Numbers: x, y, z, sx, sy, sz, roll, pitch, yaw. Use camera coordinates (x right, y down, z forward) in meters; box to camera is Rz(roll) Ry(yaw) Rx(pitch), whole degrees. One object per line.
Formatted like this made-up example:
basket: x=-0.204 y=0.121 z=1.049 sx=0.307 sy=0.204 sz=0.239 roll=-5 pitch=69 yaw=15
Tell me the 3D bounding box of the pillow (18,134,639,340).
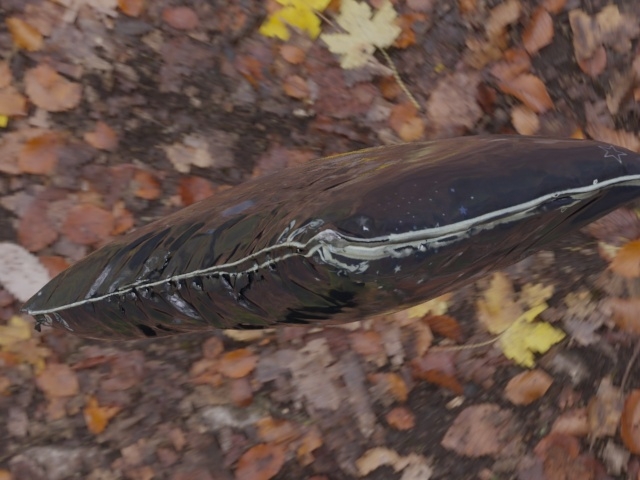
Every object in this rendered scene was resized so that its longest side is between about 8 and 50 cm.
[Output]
pillow: x=0.000 y=0.000 z=0.511 sx=0.208 sy=0.141 sz=0.055 roll=-9 pitch=94 yaw=55
